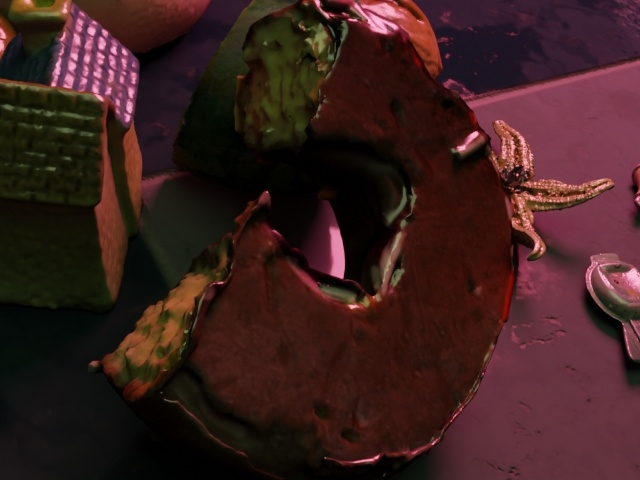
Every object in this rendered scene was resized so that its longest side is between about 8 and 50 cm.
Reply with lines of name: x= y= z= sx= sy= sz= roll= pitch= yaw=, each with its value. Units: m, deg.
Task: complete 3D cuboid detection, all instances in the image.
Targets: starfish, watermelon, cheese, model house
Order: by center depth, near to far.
model house: x=-0.233 y=-0.085 z=0.663 sx=0.195 sy=0.189 sz=0.214 roll=10 pitch=48 yaw=-9
watermelon: x=-0.021 y=-0.117 z=0.731 sx=0.146 sy=0.231 sz=0.128 roll=36 pitch=45 yaw=-2
cheese: x=0.281 y=0.060 z=0.772 sx=0.067 sy=0.026 sz=0.121 roll=-3 pitch=50 yaw=-16
starfish: x=0.173 y=-0.051 z=0.830 sx=0.216 sy=0.050 sz=0.223 roll=0 pitch=37 yaw=-7

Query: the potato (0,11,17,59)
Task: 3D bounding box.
potato: x=-0.335 y=-0.160 z=0.781 sx=0.091 sy=0.070 sz=0.138 roll=27 pitch=55 yaw=3

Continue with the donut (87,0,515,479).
donut: x=0.016 y=0.015 z=0.614 sx=0.259 sy=0.136 sz=0.345 roll=31 pitch=66 yaw=-29

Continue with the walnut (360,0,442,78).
walnut: x=0.033 y=-0.183 z=0.851 sx=0.184 sy=0.155 sz=0.155 roll=4 pitch=48 yaw=-5

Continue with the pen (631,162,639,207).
pen: x=0.383 y=-0.082 z=0.925 sx=0.053 sy=0.032 sz=0.197 roll=38 pitch=48 yaw=19

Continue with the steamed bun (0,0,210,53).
steamed bun: x=-0.243 y=-0.326 z=0.883 sx=0.283 sy=0.177 sz=0.283 roll=8 pitch=47 yaw=-8
